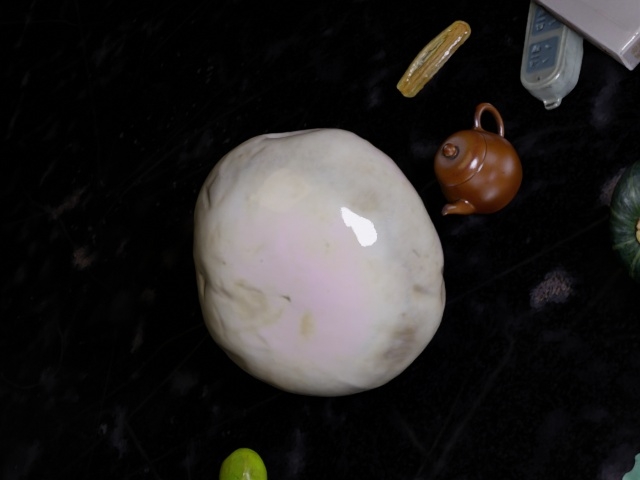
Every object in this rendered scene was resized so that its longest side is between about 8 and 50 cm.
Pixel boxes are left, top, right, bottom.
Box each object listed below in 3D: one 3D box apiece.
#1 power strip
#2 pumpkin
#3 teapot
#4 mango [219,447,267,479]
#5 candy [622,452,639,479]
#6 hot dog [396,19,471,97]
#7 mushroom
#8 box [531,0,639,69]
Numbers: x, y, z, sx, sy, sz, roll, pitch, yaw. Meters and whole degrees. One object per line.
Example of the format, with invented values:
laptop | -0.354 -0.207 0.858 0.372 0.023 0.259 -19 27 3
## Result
power strip | 0.318 -0.306 1.774 0.080 0.048 0.286 -11 59 44
pumpkin | 0.382 -0.015 1.395 0.167 0.125 0.167 -4 85 46
teapot | 0.196 -0.100 1.712 0.116 0.116 0.173 0 65 47
mango | -0.103 0.332 1.779 0.073 0.056 0.108 -36 46 33
candy | 0.430 0.226 1.234 0.263 0.172 0.398 -47 20 0
hot dog | 0.164 -0.265 1.922 0.137 0.028 0.044 -50 65 14
mushroom | -0.017 0.021 1.701 0.325 0.353 0.353 -34 42 4
box | 0.439 -0.406 1.667 0.365 0.051 0.204 -48 50 5
